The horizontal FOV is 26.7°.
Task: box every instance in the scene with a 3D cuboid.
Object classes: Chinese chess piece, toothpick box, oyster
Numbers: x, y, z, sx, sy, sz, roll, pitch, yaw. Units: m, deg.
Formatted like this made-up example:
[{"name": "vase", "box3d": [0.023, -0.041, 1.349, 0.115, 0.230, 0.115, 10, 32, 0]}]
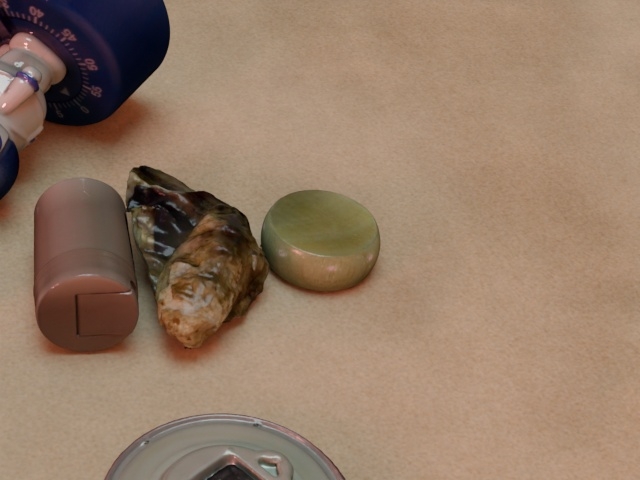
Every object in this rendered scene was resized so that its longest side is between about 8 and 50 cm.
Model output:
[{"name": "Chinese chess piece", "box3d": [0.000, 0.000, 1.612, 0.144, 0.058, 0.144, 7, 39, -6]}, {"name": "toothpick box", "box3d": [-0.260, 0.025, 1.484, 0.111, 0.111, 0.181, -1, 38, -13]}, {"name": "oyster", "box3d": [-0.153, -0.005, 1.546, 0.166, 0.094, 0.294, -8, 47, -33]}]

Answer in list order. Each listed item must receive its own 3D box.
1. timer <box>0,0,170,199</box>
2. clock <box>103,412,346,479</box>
[{"name": "timer", "box3d": [-0.380, -0.183, 1.653, 0.270, 0.270, 0.384, 18, 55, 12]}, {"name": "clock", "box3d": [-0.088, 0.257, 1.272, 0.244, 0.056, 0.244, 6, 38, -5]}]
